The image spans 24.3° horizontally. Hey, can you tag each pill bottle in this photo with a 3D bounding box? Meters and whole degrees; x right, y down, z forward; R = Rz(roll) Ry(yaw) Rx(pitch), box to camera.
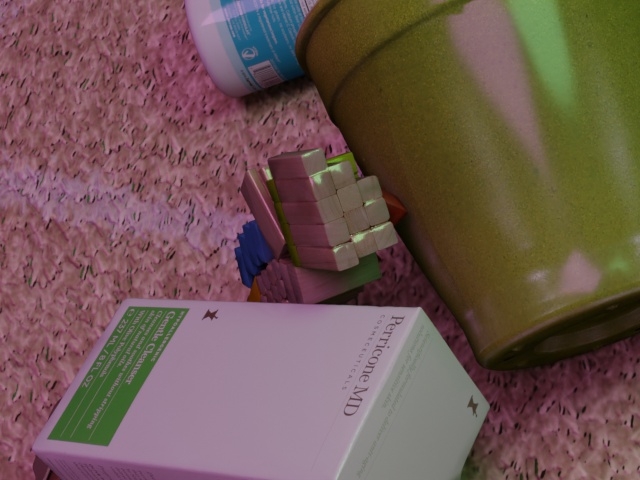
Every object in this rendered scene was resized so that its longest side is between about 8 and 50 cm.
[{"bbox_3d":[-0.006,-0.263,1.633,0.264,0.146,0.146,-18,63,11],"label":"pill bottle"}]

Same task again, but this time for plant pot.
[{"bbox_3d":[0.202,-0.079,1.386,0.366,0.366,0.353,-21,73,10],"label":"plant pot"}]

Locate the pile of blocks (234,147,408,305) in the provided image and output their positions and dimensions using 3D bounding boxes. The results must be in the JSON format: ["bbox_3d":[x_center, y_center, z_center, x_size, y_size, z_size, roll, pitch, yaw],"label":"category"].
[{"bbox_3d":[0.000,0.000,1.421,0.113,0.362,0.149,-20,73,-22],"label":"pile of blocks"}]

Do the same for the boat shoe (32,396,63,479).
[{"bbox_3d":[-0.243,0.301,1.489,0.104,0.111,0.307,1,68,21],"label":"boat shoe"}]

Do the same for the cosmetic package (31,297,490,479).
[{"bbox_3d":[-0.057,0.173,1.358,0.366,0.155,0.197,-2,47,39],"label":"cosmetic package"}]
